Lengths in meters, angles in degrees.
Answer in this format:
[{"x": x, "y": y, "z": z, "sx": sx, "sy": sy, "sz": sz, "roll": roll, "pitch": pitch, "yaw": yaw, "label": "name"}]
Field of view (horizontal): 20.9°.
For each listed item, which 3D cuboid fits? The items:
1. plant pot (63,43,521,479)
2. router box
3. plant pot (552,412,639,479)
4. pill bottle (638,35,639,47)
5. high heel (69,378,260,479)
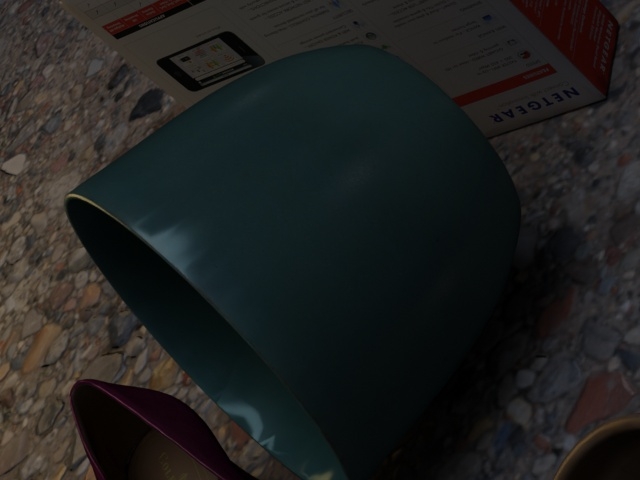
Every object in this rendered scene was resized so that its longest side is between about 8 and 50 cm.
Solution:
[{"x": 0.000, "y": 0.000, "z": 1.245, "sx": 0.235, "sy": 0.293, "sz": 0.293, "roll": -44, "pitch": 32, "yaw": -15, "label": "plant pot"}, {"x": 0.011, "y": -0.181, "z": 1.372, "sx": 0.335, "sy": 0.301, "sz": 0.082, "roll": -16, "pitch": 47, "yaw": 40, "label": "router box"}, {"x": 0.219, "y": 0.201, "z": 0.894, "sx": 0.237, "sy": 0.110, "sz": 0.237, "roll": 18, "pitch": 110, "yaw": 61, "label": "plant pot"}, {"x": 0.272, "y": -0.173, "z": 1.290, "sx": 0.043, "sy": 0.043, "sz": 0.083, "roll": 6, "pitch": 62, "yaw": 52, "label": "pill bottle"}, {"x": -0.071, "y": 0.235, "z": 1.180, "sx": 0.127, "sy": 0.181, "sz": 0.377, "roll": -50, "pitch": 33, "yaw": 2, "label": "high heel"}]
